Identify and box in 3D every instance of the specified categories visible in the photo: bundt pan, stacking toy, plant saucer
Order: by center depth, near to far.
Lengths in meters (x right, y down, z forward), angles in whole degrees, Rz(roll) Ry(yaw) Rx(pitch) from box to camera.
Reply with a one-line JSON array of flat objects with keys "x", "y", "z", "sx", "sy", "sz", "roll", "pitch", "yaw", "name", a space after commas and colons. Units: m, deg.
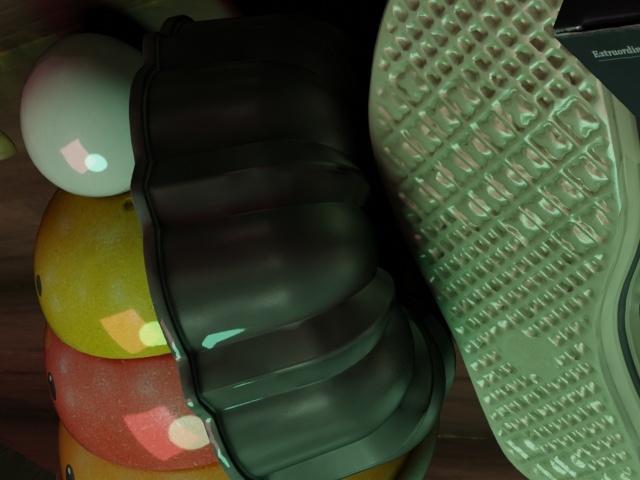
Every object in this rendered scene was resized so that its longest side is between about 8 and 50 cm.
[{"x": 0.000, "y": 0.000, "z": 1.171, "sx": 0.124, "sy": 0.330, "sz": 0.331, "roll": -14, "pitch": 146, "yaw": 15, "name": "bundt pan"}, {"x": -0.120, "y": 0.029, "z": 1.477, "sx": 0.351, "sy": 0.350, "sz": 0.480, "roll": 11, "pitch": 137, "yaw": 35, "name": "stacking toy"}, {"x": -0.325, "y": -0.096, "z": 1.703, "sx": 0.083, "sy": 0.015, "sz": 0.083, "roll": 22, "pitch": 159, "yaw": 9, "name": "plant saucer"}]

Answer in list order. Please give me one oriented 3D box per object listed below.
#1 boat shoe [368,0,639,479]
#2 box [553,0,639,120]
[{"x": 0.158, "y": -0.024, "z": 1.117, "sx": 0.187, "sy": 0.156, "sz": 0.500, "roll": 19, "pitch": 148, "yaw": 33, "name": "boat shoe"}, {"x": 0.244, "y": -0.091, "z": 0.895, "sx": 0.207, "sy": 0.108, "sz": 0.153, "roll": 40, "pitch": 156, "yaw": -33, "name": "box"}]
